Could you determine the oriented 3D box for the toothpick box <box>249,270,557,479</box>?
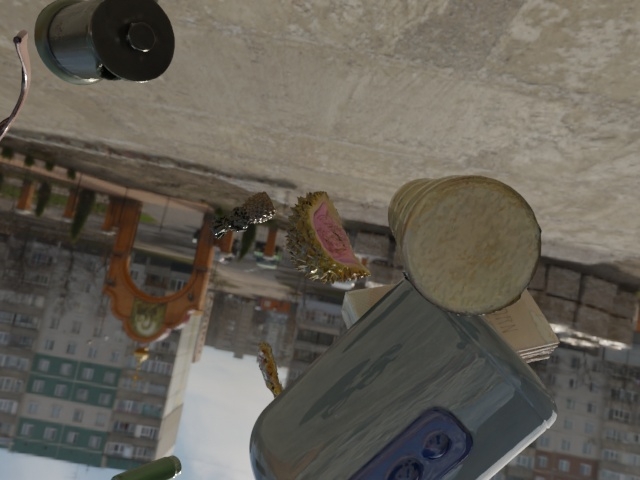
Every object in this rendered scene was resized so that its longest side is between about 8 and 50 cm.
[{"bbox_3d":[0.070,0.231,0.632,0.263,0.354,0.263,48,-179,-1],"label":"toothpick box"}]

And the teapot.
[{"bbox_3d":[-0.461,-0.470,1.204,0.337,0.270,0.200,17,157,43],"label":"teapot"}]

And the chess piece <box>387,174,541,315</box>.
[{"bbox_3d":[0.094,-0.008,0.425,0.094,0.094,0.170,11,-172,-4],"label":"chess piece"}]

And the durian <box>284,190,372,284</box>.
[{"bbox_3d":[0.000,0.002,1.056,0.132,0.182,0.165,-25,-164,-24],"label":"durian"}]

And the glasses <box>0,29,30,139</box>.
[{"bbox_3d":[-0.292,-0.134,0.454,0.095,0.255,0.162,11,-150,-21],"label":"glasses"}]

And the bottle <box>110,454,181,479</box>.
[{"bbox_3d":[-0.203,0.277,0.628,0.030,0.030,0.083,5,-177,36],"label":"bottle"}]

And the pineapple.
[{"bbox_3d":[-0.185,-0.056,1.264,0.159,0.074,0.074,-28,177,-8],"label":"pineapple"}]

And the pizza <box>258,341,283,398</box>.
[{"bbox_3d":[-0.118,0.355,1.330,0.036,0.176,0.185,-16,145,-14],"label":"pizza"}]

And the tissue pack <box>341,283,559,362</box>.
[{"bbox_3d":[0.212,0.139,0.881,0.325,0.170,0.071,-7,139,-18],"label":"tissue pack"}]
